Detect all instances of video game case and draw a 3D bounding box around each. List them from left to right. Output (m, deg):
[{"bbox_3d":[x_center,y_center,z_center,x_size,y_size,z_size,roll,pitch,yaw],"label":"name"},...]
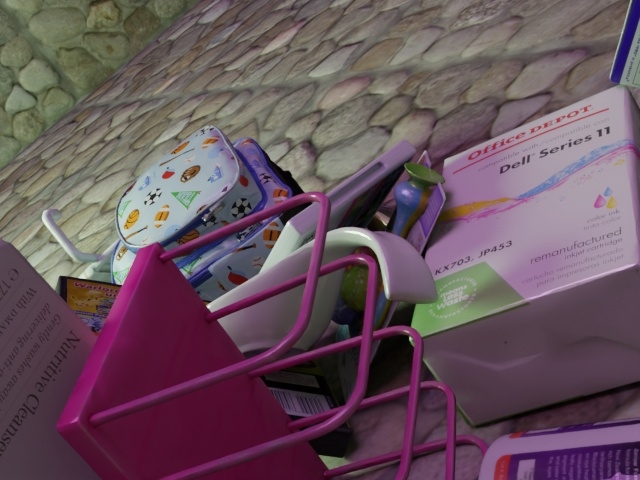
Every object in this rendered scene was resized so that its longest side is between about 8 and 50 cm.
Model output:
[{"bbox_3d":[-0.128,0.121,0.958,0.248,0.275,0.035,-123,47,-64],"label":"video game case"},{"bbox_3d":[0.000,0.000,0.977,0.183,0.023,0.201,-37,-14,-38],"label":"video game case"}]

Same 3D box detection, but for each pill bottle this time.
[{"bbox_3d":[0.208,0.167,0.608,0.193,0.108,0.108,-16,32,36],"label":"pill bottle"}]

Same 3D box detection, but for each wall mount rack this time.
[{"bbox_3d":[-0.368,0.064,1.430,0.350,0.130,0.304,-44,-14,12],"label":"wall mount rack"}]

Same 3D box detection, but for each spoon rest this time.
[{"bbox_3d":[-0.011,0.052,0.875,0.276,0.137,0.084,-25,64,45],"label":"spoon rest"}]

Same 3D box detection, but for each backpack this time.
[{"bbox_3d":[-0.143,0.004,1.223,0.263,0.213,0.276,-44,28,6],"label":"backpack"}]

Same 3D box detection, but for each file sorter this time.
[{"bbox_3d":[-0.009,0.140,0.714,0.182,0.291,0.202,-22,29,21],"label":"file sorter"}]

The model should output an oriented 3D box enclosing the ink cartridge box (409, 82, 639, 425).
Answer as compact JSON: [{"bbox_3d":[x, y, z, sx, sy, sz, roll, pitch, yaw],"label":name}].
[{"bbox_3d":[0.216,-0.016,0.895,0.207,0.119,0.353,-22,28,28],"label":"ink cartridge box"}]

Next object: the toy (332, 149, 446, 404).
[{"bbox_3d":[0.048,0.028,0.957,0.137,0.056,0.237,-96,31,-65],"label":"toy"}]

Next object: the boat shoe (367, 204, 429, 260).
[{"bbox_3d":[0.104,-0.014,1.115,0.049,0.056,0.152,-38,35,-17],"label":"boat shoe"}]

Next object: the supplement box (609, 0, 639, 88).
[{"bbox_3d":[0.392,-0.191,0.871,0.220,0.114,0.111,16,46,15],"label":"supplement box"}]

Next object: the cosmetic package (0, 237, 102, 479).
[{"bbox_3d":[-0.202,0.218,0.705,0.156,0.385,0.217,-19,32,33],"label":"cosmetic package"}]
